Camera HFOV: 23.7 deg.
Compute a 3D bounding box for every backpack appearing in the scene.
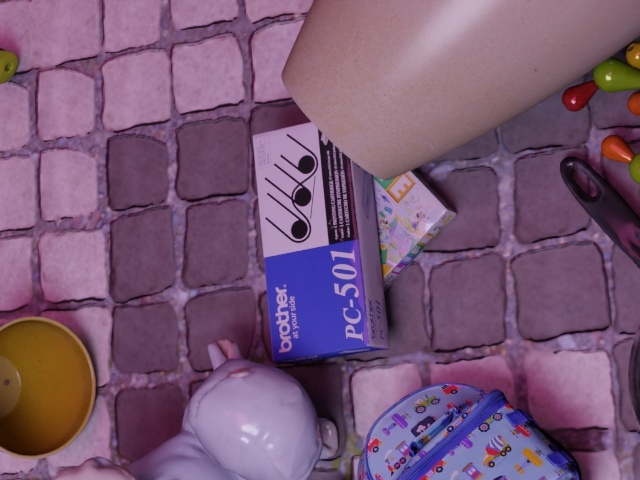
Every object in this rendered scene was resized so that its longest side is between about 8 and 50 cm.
[{"bbox_3d":[0.111,0.188,1.244,0.158,0.117,0.173,-35,58,-9],"label":"backpack"}]

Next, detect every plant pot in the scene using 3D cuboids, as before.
[{"bbox_3d":[-0.299,0.142,1.472,0.095,0.134,0.134,-7,79,51],"label":"plant pot"},{"bbox_3d":[0.106,-0.188,1.233,0.274,0.256,0.256,-45,66,14],"label":"plant pot"}]

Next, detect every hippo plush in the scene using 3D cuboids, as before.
[{"bbox_3d":[-0.080,0.228,1.318,0.236,0.294,0.234,-42,86,-12],"label":"hippo plush"}]

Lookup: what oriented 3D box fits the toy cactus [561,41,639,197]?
[{"bbox_3d":[0.314,-0.100,1.205,0.180,0.112,0.219,-43,54,-3],"label":"toy cactus"}]

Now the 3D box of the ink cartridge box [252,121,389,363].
[{"bbox_3d":[0.000,0.000,1.346,0.097,0.046,0.207,-11,78,26],"label":"ink cartridge box"}]

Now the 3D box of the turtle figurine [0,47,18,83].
[{"bbox_3d":[-0.433,-0.185,1.597,0.217,0.087,0.269,32,89,19],"label":"turtle figurine"}]

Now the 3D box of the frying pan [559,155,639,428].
[{"bbox_3d":[0.290,0.078,1.218,0.326,0.053,0.197,27,89,37],"label":"frying pan"}]

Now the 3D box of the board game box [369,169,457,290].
[{"bbox_3d":[0.035,-0.041,1.376,0.103,0.026,0.154,-48,66,12],"label":"board game box"}]
